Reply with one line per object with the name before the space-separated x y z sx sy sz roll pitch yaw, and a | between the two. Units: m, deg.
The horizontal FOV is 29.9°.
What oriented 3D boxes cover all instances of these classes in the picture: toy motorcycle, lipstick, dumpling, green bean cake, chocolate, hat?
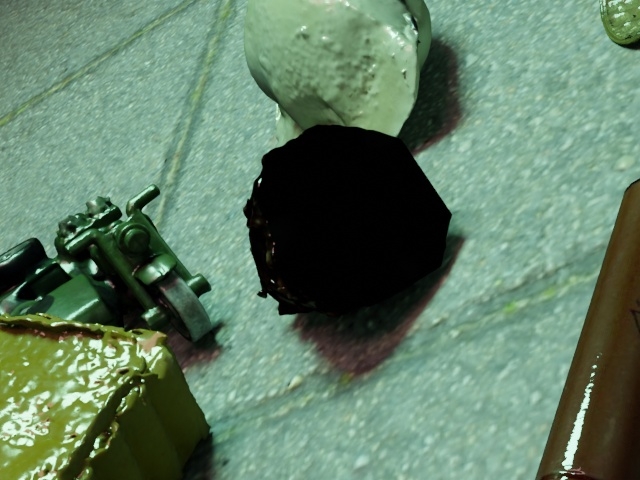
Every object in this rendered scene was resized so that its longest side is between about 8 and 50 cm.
toy motorcycle | -0.223 0.051 1.081 0.205 0.127 0.275 -37 24 -18
lipstick | 0.152 0.100 0.640 0.057 0.057 0.357 -13 37 41
dumpling | 0.000 -0.170 1.141 0.227 0.175 0.243 -62 5 23
green bean cake | -0.220 0.165 0.885 0.224 0.131 0.230 3 41 30
chocolate | 0.000 0.000 0.930 0.156 0.156 0.133 -56 4 -28
hat | 0.284 -0.223 0.955 0.146 0.067 0.146 -173 90 -77
